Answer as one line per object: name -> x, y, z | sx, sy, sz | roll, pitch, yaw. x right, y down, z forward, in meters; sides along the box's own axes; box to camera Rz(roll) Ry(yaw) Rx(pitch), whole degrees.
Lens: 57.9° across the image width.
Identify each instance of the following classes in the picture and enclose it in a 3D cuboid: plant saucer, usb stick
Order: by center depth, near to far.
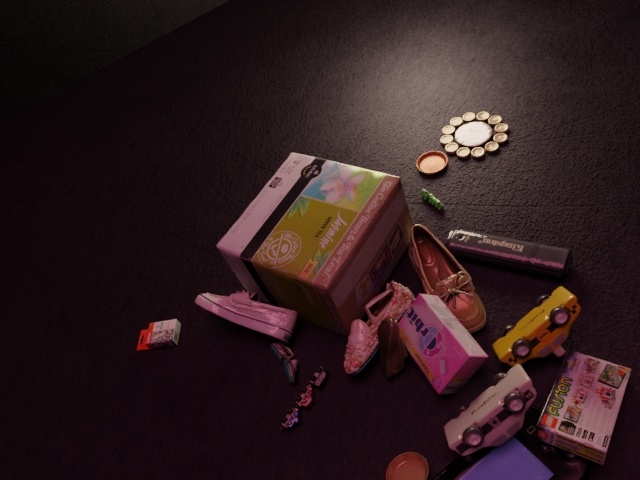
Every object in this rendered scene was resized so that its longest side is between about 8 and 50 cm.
plant saucer -> 0.163, 0.434, 1.074 | 0.084, 0.015, 0.083 | -22, 31, 14
usb stick -> 0.420, 0.027, 1.306 | 0.278, 0.045, 0.077 | 13, 58, 30
plant saucer -> 0.303, -0.209, 1.570 | 0.084, 0.013, 0.083 | -11, 50, 13

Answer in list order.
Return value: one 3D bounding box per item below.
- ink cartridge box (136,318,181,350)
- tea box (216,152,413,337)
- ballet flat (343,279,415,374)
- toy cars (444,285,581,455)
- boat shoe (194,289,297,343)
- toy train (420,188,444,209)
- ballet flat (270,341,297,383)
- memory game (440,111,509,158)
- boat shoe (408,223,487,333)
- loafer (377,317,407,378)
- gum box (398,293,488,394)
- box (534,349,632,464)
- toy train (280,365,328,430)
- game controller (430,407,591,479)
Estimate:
ink cartridge box -> -0.414, 0.239, 1.462 | 0.115, 0.029, 0.062 | -10, 50, 13
tea box -> 0.000, 0.000, 1.373 | 0.324, 0.220, 0.329 | 18, 60, 31
ballet flat -> 0.113, 0.182, 1.264 | 0.241, 0.077, 0.091 | -47, 12, -26
toy cars -> 0.376, 0.250, 1.080 | 0.087, 0.176, 0.393 | 45, 60, -3
boat shoe -> -0.177, 0.162, 1.378 | 0.268, 0.096, 0.088 | 15, 74, 29
toy train -> 0.286, -0.106, 1.483 | 0.017, 0.023, 0.083 | -36, 48, -10
ballet flat -> -0.074, 0.270, 1.301 | 0.041, 0.041, 0.114 | -32, 49, -7
memory game -> 0.423, -0.291, 1.593 | 0.186, 0.012, 0.186 | -10, 49, 12
boat shoe -> 0.268, 0.083, 1.287 | 0.105, 0.089, 0.285 | -27, 48, -3
loafer -> 0.150, 0.218, 1.195 | 0.050, 0.147, 0.056 | -13, 34, -18
gum box -> 0.237, 0.204, 1.181 | 0.107, 0.062, 0.188 | -59, 43, 25
box -> 0.470, 0.288, 1.030 | 0.114, 0.036, 0.207 | 16, 39, 32
toy train -> -0.032, 0.339, 1.234 | 0.036, 0.027, 0.158 | 26, 64, 24
game controller -> 0.304, 0.430, 1.001 | 0.319, 0.067, 0.166 | -36, 48, -11
